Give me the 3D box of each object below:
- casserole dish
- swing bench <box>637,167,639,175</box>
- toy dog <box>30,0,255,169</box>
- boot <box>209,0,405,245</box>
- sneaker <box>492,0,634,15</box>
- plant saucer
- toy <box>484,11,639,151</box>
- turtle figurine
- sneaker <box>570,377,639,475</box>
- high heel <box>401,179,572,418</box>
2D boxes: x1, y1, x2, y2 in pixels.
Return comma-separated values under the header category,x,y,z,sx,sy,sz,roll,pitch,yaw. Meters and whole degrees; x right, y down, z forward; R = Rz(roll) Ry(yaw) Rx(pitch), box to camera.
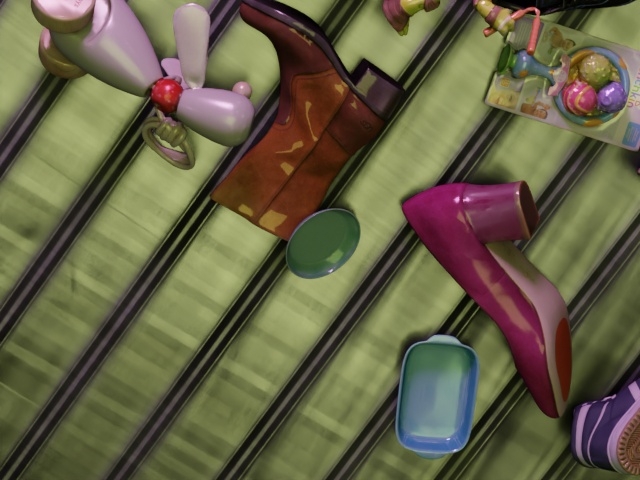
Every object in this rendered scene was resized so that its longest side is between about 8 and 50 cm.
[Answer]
category,x,y,z,sx,sy,sz,roll,pitch,yaw
casserole dish,0.168,0.225,2.042,0.114,0.037,0.188,5,102,-5
swing bench,0.616,-0.111,1.927,0.254,0.165,0.253,42,98,16
toy dog,-0.227,-0.261,1.859,0.333,0.220,0.161,38,66,-17
boot,-0.064,-0.168,1.939,0.264,0.096,0.280,33,105,-17
sneaker,0.332,-0.340,1.897,0.232,0.090,0.081,1,126,0
plant saucer,0.000,0.000,1.969,0.119,0.021,0.119,-19,133,-22
toy,0.363,-0.218,1.952,0.237,0.056,0.137,17,102,-7
turtle figurine,0.184,-0.345,1.832,0.217,0.087,0.270,-18,71,33
sneaker,0.478,0.234,2.042,0.282,0.153,0.099,-40,100,-26
high heel,0.247,0.088,2.006,0.181,0.127,0.377,-6,108,27
